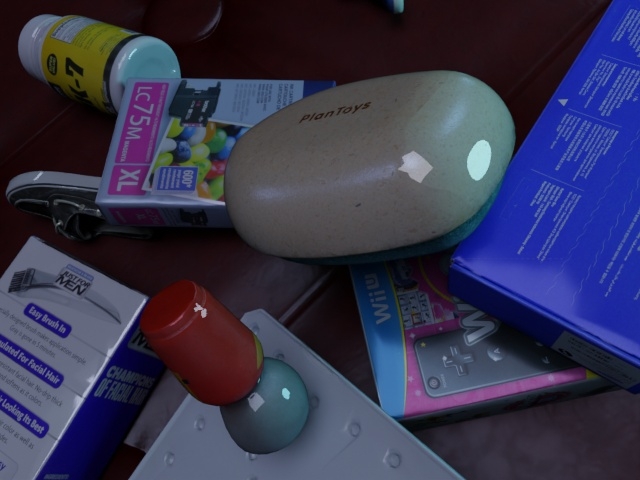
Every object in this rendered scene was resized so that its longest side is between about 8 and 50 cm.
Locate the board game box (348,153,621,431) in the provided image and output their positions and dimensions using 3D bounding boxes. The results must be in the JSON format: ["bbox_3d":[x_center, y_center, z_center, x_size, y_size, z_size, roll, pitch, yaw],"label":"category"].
[{"bbox_3d":[0.186,0.039,0.494,0.303,0.097,0.224,-15,63,7],"label":"board game box"}]

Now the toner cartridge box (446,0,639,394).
[{"bbox_3d":[0.264,-0.069,0.430,0.165,0.075,0.348,31,76,22],"label":"toner cartridge box"}]

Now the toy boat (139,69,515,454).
[{"bbox_3d":[0.000,0.000,0.414,0.267,0.148,0.318,4,48,41],"label":"toy boat"}]

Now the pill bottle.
[{"bbox_3d":[-0.313,-0.246,0.725,0.208,0.119,0.119,23,73,22],"label":"pill bottle"}]

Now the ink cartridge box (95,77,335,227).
[{"bbox_3d":[-0.087,-0.106,0.612,0.311,0.065,0.186,2,64,-1],"label":"ink cartridge box"}]

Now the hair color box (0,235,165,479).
[{"bbox_3d":[-0.311,0.185,0.539,0.185,0.110,0.339,22,75,22],"label":"hair color box"}]

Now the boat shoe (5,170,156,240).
[{"bbox_3d":[-0.308,-0.039,0.654,0.219,0.078,0.070,3,66,13],"label":"boat shoe"}]

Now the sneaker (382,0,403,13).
[{"bbox_3d":[0.061,-0.363,0.722,0.084,0.058,0.152,-13,60,1],"label":"sneaker"}]

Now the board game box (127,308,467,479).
[{"bbox_3d":[-0.037,0.304,0.365,0.390,0.050,0.390,32,85,41],"label":"board game box"}]
